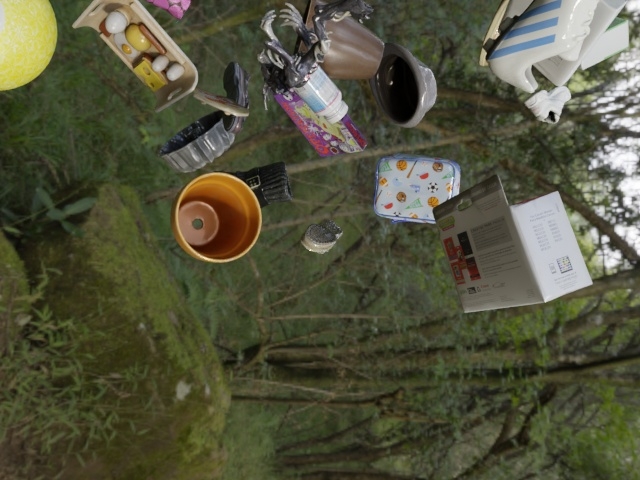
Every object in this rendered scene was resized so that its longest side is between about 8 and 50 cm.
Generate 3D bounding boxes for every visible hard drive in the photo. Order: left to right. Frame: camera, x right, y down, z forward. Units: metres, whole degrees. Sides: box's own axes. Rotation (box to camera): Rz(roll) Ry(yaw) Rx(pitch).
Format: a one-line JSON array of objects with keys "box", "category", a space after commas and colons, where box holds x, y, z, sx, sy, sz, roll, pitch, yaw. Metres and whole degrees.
[{"box": [0.480, -0.461, 1.165, 0.203, 0.040, 0.307, 48, -4, 11], "category": "hard drive"}]

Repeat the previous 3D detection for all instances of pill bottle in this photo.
[{"box": [-0.003, -0.374, 1.425, 0.160, 0.087, 0.087, 43, 37, -33], "category": "pill bottle"}]

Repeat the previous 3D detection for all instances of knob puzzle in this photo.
[{"box": [-0.298, -0.402, 1.689, 0.213, 0.213, 0.030, -59, 174, -72], "category": "knob puzzle"}]

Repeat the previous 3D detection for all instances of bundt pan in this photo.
[{"box": [-0.478, -0.386, 2.257, 0.124, 0.331, 0.331, 57, 25, -28], "category": "bundt pan"}]

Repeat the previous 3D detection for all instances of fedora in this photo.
[{"box": [0.282, -0.511, 1.835, 0.275, 0.124, 0.244, 63, -31, 7], "category": "fedora"}]

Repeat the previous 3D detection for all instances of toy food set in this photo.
[{"box": [-0.489, -0.487, 1.485, 0.306, 0.220, 0.092, 49, 54, -25], "category": "toy food set"}]

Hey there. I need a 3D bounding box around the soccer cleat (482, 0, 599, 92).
[{"box": [0.433, -0.405, 0.978, 0.116, 0.143, 0.331, -37, 169, -45], "category": "soccer cleat"}]

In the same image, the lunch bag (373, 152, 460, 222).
[{"box": [0.330, -0.177, 1.987, 0.115, 0.303, 0.243, -31, 126, -64], "category": "lunch bag"}]

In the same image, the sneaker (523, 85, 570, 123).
[{"box": [0.787, -0.455, 1.930, 0.090, 0.232, 0.115, -28, -96, 56], "category": "sneaker"}]

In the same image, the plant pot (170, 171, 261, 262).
[{"box": [-0.272, -0.049, 1.357, 0.188, 0.205, 0.205, -6, -96, 61], "category": "plant pot"}]

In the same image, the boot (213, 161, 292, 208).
[{"box": [-0.219, -0.108, 1.841, 0.131, 0.260, 0.348, 87, -2, -62], "category": "boot"}]

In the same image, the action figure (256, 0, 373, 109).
[{"box": [-0.040, -0.376, 1.048, 0.141, 0.275, 0.164, 45, 25, -17], "category": "action figure"}]

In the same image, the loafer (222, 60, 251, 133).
[{"box": [-0.275, -0.488, 1.942, 0.095, 0.109, 0.302, 18, 53, -36], "category": "loafer"}]

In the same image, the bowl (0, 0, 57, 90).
[{"box": [-0.745, -0.482, 1.226, 0.156, 0.289, 0.289, -147, -126, -75], "category": "bowl"}]

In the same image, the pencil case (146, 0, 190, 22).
[{"box": [-0.558, -0.841, 1.930, 0.095, 0.209, 0.098, -53, -145, 21], "category": "pencil case"}]

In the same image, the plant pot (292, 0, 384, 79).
[{"box": [0.053, -0.541, 1.578, 0.215, 0.230, 0.215, -166, -90, -79], "category": "plant pot"}]

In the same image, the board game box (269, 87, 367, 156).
[{"box": [-0.011, -0.430, 1.933, 0.347, 0.208, 0.056, 48, 62, -34], "category": "board game box"}]

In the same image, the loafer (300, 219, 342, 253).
[{"box": [0.000, 0.000, 1.887, 0.092, 0.102, 0.268, -52, 169, 20], "category": "loafer"}]

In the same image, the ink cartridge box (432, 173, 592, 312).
[{"box": [0.405, 0.005, 1.257, 0.309, 0.130, 0.272, 147, -74, -71], "category": "ink cartridge box"}]

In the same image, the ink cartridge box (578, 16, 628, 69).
[{"box": [0.805, -0.629, 1.740, 0.219, 0.160, 0.092, -115, 179, -55], "category": "ink cartridge box"}]

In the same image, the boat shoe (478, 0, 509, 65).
[{"box": [0.572, -0.662, 1.645, 0.121, 0.110, 0.341, -53, 168, -57], "category": "boat shoe"}]
